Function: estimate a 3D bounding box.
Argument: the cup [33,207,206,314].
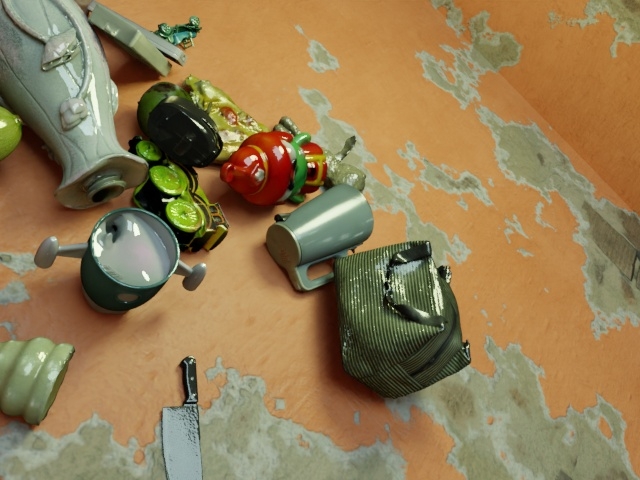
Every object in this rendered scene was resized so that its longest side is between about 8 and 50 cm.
[{"bbox_3d":[-0.364,0.053,1.119,0.299,0.173,0.167,13,53,-29],"label":"cup"}]

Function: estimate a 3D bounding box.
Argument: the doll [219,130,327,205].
[{"bbox_3d":[-0.122,-0.173,1.457,0.160,0.182,0.363,19,17,25],"label":"doll"}]

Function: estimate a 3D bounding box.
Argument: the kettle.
[{"bbox_3d":[0.000,0.000,1.474,0.243,0.160,0.210,-29,106,-38],"label":"kettle"}]

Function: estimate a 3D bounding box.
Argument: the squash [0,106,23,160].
[{"bbox_3d":[-0.658,-0.174,1.076,0.247,0.132,0.132,-20,72,-33],"label":"squash"}]

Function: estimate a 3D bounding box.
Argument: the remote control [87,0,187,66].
[{"bbox_3d":[-0.455,-0.517,1.519,0.250,0.034,0.103,28,3,-6],"label":"remote control"}]

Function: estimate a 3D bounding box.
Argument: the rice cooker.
[{"bbox_3d":[-0.289,-0.233,1.303,0.165,0.112,0.106,38,25,-27],"label":"rice cooker"}]

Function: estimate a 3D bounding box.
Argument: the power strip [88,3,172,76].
[{"bbox_3d":[-0.423,-0.446,1.392,0.106,0.043,0.367,32,2,-5],"label":"power strip"}]

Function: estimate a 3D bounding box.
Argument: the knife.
[{"bbox_3d":[-0.253,0.329,1.108,0.072,0.019,0.245,9,56,-30],"label":"knife"}]

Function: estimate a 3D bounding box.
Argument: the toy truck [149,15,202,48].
[{"bbox_3d":[-0.390,-0.546,1.630,0.154,0.080,0.078,-38,111,-46],"label":"toy truck"}]

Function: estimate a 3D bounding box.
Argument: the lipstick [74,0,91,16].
[{"bbox_3d":[-0.597,-0.556,1.494,0.045,0.045,0.145,18,50,-24],"label":"lipstick"}]

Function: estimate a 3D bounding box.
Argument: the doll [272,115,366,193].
[{"bbox_3d":[-0.007,-0.215,1.660,0.286,0.091,0.203,19,57,-12],"label":"doll"}]

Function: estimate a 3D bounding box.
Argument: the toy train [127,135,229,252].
[{"bbox_3d":[-0.321,-0.104,1.325,0.160,0.100,0.296,-6,61,-47],"label":"toy train"}]

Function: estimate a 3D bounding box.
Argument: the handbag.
[{"bbox_3d":[0.186,0.165,1.374,0.247,0.240,0.341,41,34,-44],"label":"handbag"}]

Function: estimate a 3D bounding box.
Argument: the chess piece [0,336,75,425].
[{"bbox_3d":[-0.528,0.188,0.946,0.243,0.133,0.133,22,47,-13],"label":"chess piece"}]

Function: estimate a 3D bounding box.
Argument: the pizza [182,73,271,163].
[{"bbox_3d":[-0.262,-0.319,1.545,0.288,0.075,0.280,52,43,7],"label":"pizza"}]

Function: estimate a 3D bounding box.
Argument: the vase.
[{"bbox_3d":[-0.514,-0.285,1.218,0.250,0.250,0.445,-18,77,-43],"label":"vase"}]

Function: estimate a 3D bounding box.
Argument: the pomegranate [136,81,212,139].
[{"bbox_3d":[-0.339,-0.297,1.403,0.169,0.148,0.148,-5,51,10],"label":"pomegranate"}]
